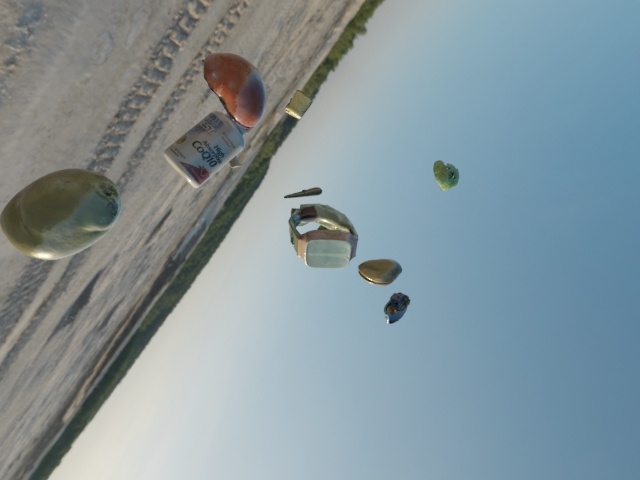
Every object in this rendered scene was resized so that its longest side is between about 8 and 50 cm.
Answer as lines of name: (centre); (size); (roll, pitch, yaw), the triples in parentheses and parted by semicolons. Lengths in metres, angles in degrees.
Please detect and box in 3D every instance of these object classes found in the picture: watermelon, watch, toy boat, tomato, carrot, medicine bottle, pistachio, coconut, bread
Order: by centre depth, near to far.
tomato: (-0.218, -0.448, 1.174); (0.112, 0.228, 0.199); (-22, -150, 25)
medicine bottle: (-0.360, -0.321, 1.363); (0.288, 0.157, 0.157); (-44, -168, -10)
watch: (0.005, -0.030, 1.523); (0.241, 0.253, 0.162); (-92, -174, -48)
pistachio: (0.249, 0.129, 1.731); (0.124, 0.184, 0.125); (9, 90, -80)
watermelon: (-0.096, -0.120, 1.872); (0.087, 0.069, 0.163); (-41, 154, 15)
toy boat: (0.354, 0.301, 1.905); (0.223, 0.100, 0.097); (-34, 129, -55)
coconut: (0.605, -0.304, 1.954); (0.055, 0.157, 0.133); (-168, -91, -69)
bread: (-0.115, -0.688, 2.096); (0.125, 0.106, 0.082); (-57, -161, -5)
carrot: (-0.088, -0.240, 2.111); (0.254, 0.049, 0.049); (-17, 165, -40)

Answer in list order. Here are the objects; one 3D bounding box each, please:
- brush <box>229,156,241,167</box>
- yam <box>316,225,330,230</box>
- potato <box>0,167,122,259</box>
brush: (-0.491, -0.502, 2.086); (0.060, 0.321, 0.050); (-18, 157, -35)
yam: (0.000, 0.000, 2.062); (0.194, 0.107, 0.107); (-48, -165, 26)
potato: (-0.752, -0.086, 1.216); (0.326, 0.221, 0.243); (-32, -130, 1)
